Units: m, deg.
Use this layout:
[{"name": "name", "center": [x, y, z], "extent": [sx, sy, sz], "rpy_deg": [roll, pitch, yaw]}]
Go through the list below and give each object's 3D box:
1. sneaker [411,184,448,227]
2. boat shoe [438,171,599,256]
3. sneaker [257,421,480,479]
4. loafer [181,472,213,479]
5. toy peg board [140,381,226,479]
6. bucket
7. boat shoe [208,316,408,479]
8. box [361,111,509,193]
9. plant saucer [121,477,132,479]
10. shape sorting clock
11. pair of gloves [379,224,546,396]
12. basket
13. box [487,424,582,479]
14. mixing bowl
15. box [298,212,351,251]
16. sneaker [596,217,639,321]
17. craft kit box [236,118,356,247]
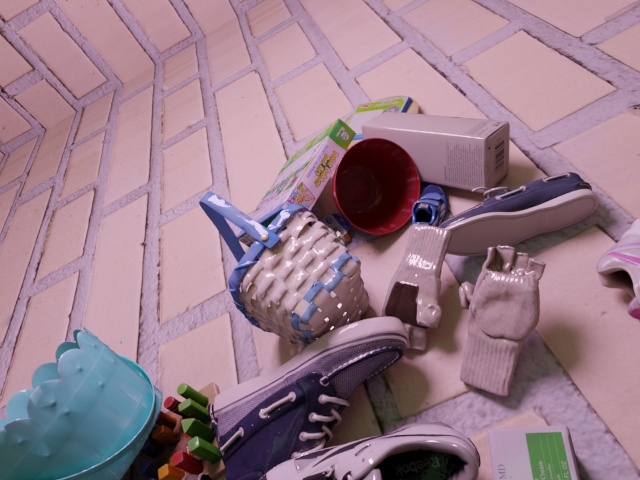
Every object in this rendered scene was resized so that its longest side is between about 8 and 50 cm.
[{"name": "sneaker", "center": [0.201, -0.058, 0.874], "extent": [0.053, 0.059, 0.144], "rpy_deg": [-5, 48, 29]}, {"name": "boat shoe", "center": [0.310, -0.048, 0.773], "extent": [0.255, 0.095, 0.079], "rpy_deg": [-21, 46, 12]}, {"name": "sneaker", "center": [0.027, 0.295, 0.541], "extent": [0.331, 0.146, 0.122], "rpy_deg": [-24, 70, -5]}, {"name": "loafer", "center": [-0.112, 0.413, 0.625], "extent": [0.087, 0.094, 0.251], "rpy_deg": [-36, 52, -8]}, {"name": "toy peg board", "center": [-0.241, 0.329, 0.778], "extent": [0.161, 0.079, 0.161], "rpy_deg": [-33, 42, 0]}, {"name": "bucket", "center": [-0.408, 0.300, 0.768], "extent": [0.281, 0.183, 0.281], "rpy_deg": [-41, 20, 19]}, {"name": "boat shoe", "center": [-0.004, 0.253, 0.688], "extent": [0.341, 0.127, 0.158], "rpy_deg": [-32, 49, 14]}, {"name": "box", "center": [0.218, -0.179, 0.922], "extent": [0.275, 0.113, 0.094], "rpy_deg": [21, 44, 40]}, {"name": "plant saucer", "center": [-0.363, 0.480, 0.747], "extent": [0.200, 0.037, 0.200], "rpy_deg": [-16, 46, 18]}, {"name": "shape sorting clock", "center": [0.135, -0.281, 1.127], "extent": [0.206, 0.040, 0.206], "rpy_deg": [-20, 42, 19]}, {"name": "pair of gloves", "center": [0.196, 0.090, 0.697], "extent": [0.240, 0.042, 0.204], "rpy_deg": [22, 94, 44]}, {"name": "basket", "center": [-0.065, 0.052, 0.805], "extent": [0.289, 0.254, 0.201], "rpy_deg": [28, 70, 24]}, {"name": "box", "center": [0.242, 0.271, 0.522], "extent": [0.087, 0.102, 0.101], "rpy_deg": [-13, 48, 23]}, {"name": "mixing bowl", "center": [0.091, -0.101, 0.921], "extent": [0.181, 0.181, 0.098], "rpy_deg": [-48, 17, -15]}, {"name": "box", "center": [0.000, 0.000, 0.968], "extent": [0.136, 0.028, 0.081], "rpy_deg": [-34, 43, -3]}, {"name": "sneaker", "center": [0.451, 0.080, 0.579], "extent": [0.111, 0.103, 0.252], "rpy_deg": [-36, 36, 4]}, {"name": "craft kit box", "center": [-0.057, -0.112, 1.000], "extent": [0.250, 0.061, 0.246], "rpy_deg": [-23, 36, 58]}]
